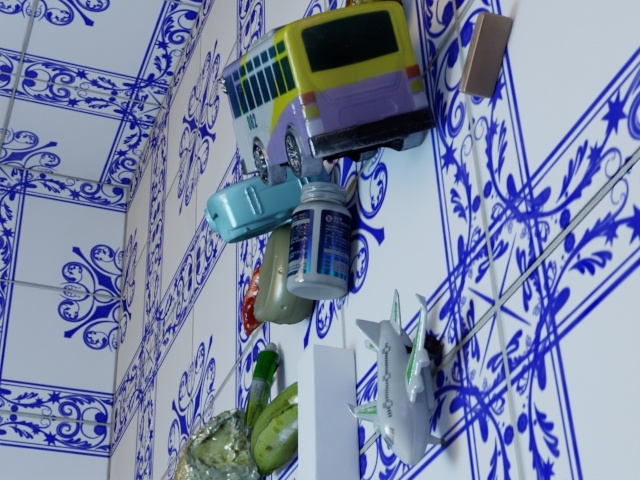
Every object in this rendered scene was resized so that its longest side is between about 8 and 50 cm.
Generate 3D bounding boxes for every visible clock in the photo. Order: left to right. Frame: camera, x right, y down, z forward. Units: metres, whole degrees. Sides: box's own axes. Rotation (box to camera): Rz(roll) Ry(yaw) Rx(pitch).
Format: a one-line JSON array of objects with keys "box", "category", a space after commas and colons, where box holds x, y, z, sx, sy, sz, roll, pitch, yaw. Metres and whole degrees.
[{"box": [-0.106, -0.066, 2.263, 0.274, 0.224, 0.094, 140, 111, -74], "category": "clock"}]

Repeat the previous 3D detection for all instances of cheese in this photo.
[{"box": [-0.060, 0.061, 2.230, 0.175, 0.091, 0.202, 171, 110, -71], "category": "cheese"}]

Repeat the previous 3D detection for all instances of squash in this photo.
[{"box": [-0.072, 0.337, 2.113, 0.341, 0.095, 0.094, 122, 152, -50], "category": "squash"}]

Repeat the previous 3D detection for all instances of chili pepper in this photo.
[{"box": [-0.126, 0.109, 2.453, 0.050, 0.059, 0.191, 28, 105, 62], "category": "chili pepper"}]

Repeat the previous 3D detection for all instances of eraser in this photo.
[{"box": [0.011, 0.317, 1.888, 0.076, 0.078, 0.298, 124, 150, -51], "category": "eraser"}]

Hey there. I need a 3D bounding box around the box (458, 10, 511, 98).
[{"box": [0.224, -0.253, 1.615, 0.025, 0.048, 0.115, -142, 63, -65], "category": "box"}]

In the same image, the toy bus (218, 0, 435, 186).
[{"box": [-0.010, -0.236, 1.927, 0.440, 0.209, 0.249, 176, 78, -73], "category": "toy bus"}]

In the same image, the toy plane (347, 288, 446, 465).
[{"box": [0.114, 0.198, 1.617, 0.255, 0.101, 0.251, -103, 29, -43], "category": "toy plane"}]

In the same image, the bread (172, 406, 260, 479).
[{"box": [-0.207, 0.489, 2.309, 0.192, 0.171, 0.314, 148, 131, -61], "category": "bread"}]

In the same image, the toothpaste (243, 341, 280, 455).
[{"box": [-0.115, 0.292, 2.262, 0.248, 0.047, 0.078, -77, -9, -47], "category": "toothpaste"}]

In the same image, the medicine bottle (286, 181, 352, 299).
[{"box": [0.000, 0.000, 2.053, 0.107, 0.107, 0.191, 142, 136, -64], "category": "medicine bottle"}]

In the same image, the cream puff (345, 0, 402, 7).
[{"box": [0.093, -0.377, 2.025, 0.149, 0.084, 0.149, -174, 90, -71], "category": "cream puff"}]

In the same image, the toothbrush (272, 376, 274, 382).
[{"box": [-0.142, 0.352, 2.426, 0.257, 0.018, 0.024, 118, 152, -43], "category": "toothbrush"}]
